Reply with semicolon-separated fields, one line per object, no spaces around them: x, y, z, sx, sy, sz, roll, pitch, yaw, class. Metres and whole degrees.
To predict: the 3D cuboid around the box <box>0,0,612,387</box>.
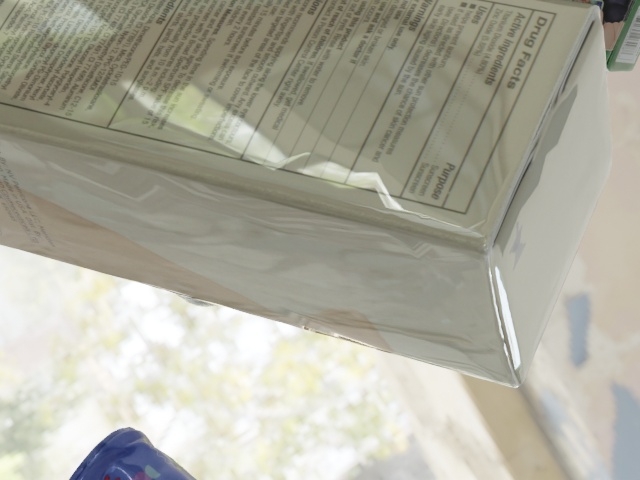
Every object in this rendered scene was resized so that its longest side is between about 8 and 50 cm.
-0.029;-0.052;0.780;0.311;0.148;0.121;16;-30;23;box

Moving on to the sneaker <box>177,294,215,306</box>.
0.000;0.000;1.197;0.111;0.252;0.103;42;40;-43;sneaker

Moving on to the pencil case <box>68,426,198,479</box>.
-0.093;0.292;1.339;0.306;0.133;0.119;38;-11;22;pencil case

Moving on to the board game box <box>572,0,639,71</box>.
0.157;-0.291;0.983;0.213;0.317;0.046;31;19;28;board game box
